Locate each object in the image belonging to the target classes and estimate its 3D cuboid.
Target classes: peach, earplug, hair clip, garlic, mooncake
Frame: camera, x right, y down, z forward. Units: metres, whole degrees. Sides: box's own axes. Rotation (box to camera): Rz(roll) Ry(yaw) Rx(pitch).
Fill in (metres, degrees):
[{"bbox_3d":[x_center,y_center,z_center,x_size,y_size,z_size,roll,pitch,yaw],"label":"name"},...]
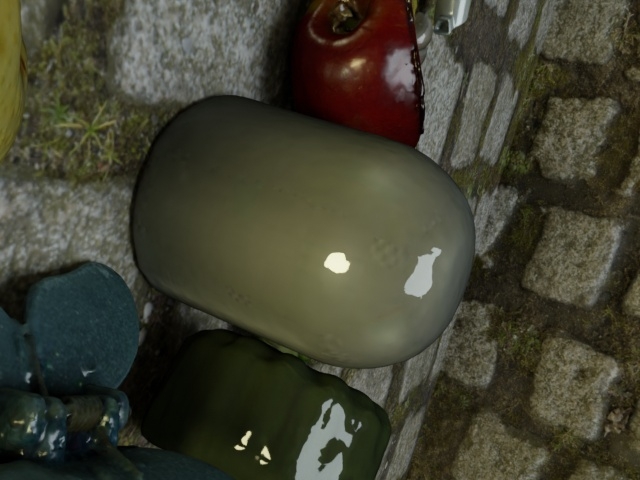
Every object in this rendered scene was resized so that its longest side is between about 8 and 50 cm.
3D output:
[{"bbox_3d":[0.059,-0.258,0.959,0.361,0.201,0.257,61,25,-71],"label":"peach"},{"bbox_3d":[0.000,0.000,0.800,0.312,0.394,0.312,-43,144,-42],"label":"earplug"},{"bbox_3d":[-0.284,0.220,0.561,0.238,0.392,0.318,-45,156,10],"label":"hair clip"},{"bbox_3d":[0.143,-0.392,1.124,0.131,0.127,0.194,-54,-160,43],"label":"garlic"},{"bbox_3d":[-0.074,0.272,0.896,0.194,0.356,0.356,-68,154,-22],"label":"mooncake"}]

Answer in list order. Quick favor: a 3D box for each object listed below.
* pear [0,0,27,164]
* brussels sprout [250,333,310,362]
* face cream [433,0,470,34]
[{"bbox_3d":[-0.297,-0.128,0.279,0.309,0.309,0.309,-41,141,-44],"label":"pear"},{"bbox_3d":[-0.057,0.151,1.062,0.183,0.131,0.145,26,66,-76],"label":"brussels sprout"},{"bbox_3d":[0.290,-0.609,1.201,0.145,0.145,0.369,-29,134,-52],"label":"face cream"}]
